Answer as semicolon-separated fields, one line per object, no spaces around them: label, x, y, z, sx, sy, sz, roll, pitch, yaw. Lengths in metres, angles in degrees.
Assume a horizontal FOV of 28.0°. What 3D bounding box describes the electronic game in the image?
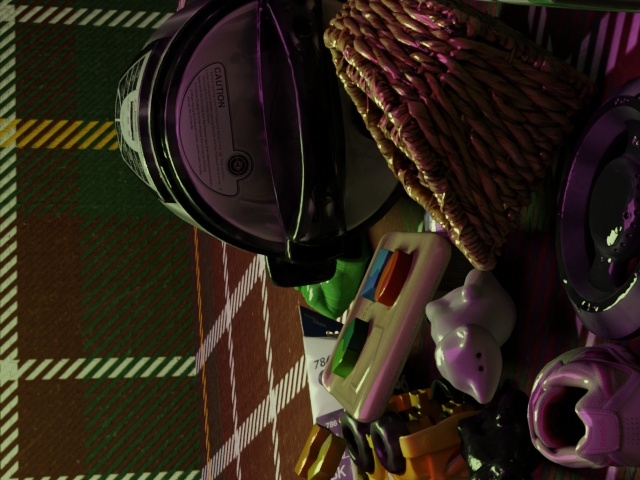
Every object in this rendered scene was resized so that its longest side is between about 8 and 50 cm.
electronic game;0.264;-0.028;1.102;0.229;0.048;0.229;-171;90;-74

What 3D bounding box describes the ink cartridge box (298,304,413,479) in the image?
ink cartridge box;0.061;0.242;1.639;0.065;0.165;0.333;-26;59;30

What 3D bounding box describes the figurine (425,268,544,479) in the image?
figurine;0.158;0.151;1.212;0.209;0.092;0.215;-63;-41;-77

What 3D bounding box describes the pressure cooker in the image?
pressure cooker;-0.061;-0.170;1.713;0.375;0.370;0.420;-51;18;-5

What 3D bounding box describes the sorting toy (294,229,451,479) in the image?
sorting toy;0.043;0.129;1.423;0.307;0.041;0.229;-66;10;-2

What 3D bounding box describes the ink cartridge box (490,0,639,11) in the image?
ink cartridge box;0.220;-0.237;1.075;0.208;0.153;0.087;-144;57;-70

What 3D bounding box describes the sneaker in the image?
sneaker;0.227;0.141;1.111;0.252;0.111;0.103;161;109;-78

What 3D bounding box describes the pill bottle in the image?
pill bottle;0.155;0.027;1.449;0.078;0.078;0.137;-156;68;-74

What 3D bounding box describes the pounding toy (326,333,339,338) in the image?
pounding toy;0.031;0.187;1.864;0.130;0.100;0.141;-132;45;-68

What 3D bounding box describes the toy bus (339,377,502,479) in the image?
toy bus;0.131;0.273;1.448;0.220;0.149;0.212;169;88;-72

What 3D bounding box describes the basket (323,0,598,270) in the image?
basket;0.096;-0.140;1.306;0.223;0.213;0.299;-61;24;15

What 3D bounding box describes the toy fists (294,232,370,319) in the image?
toy fists;0.000;0.000;1.994;0.279;0.096;0.142;-108;23;-46
